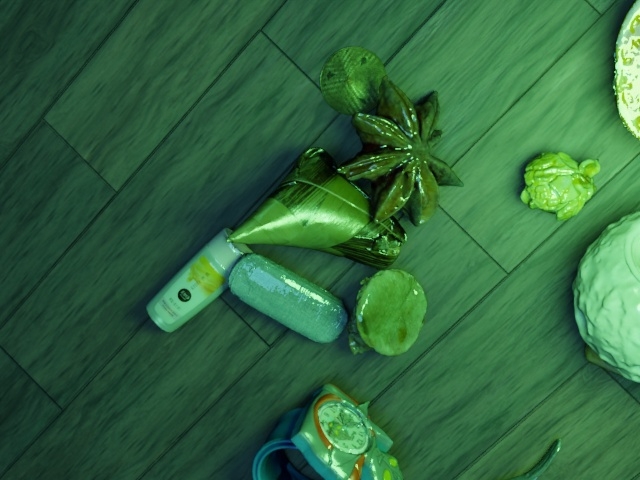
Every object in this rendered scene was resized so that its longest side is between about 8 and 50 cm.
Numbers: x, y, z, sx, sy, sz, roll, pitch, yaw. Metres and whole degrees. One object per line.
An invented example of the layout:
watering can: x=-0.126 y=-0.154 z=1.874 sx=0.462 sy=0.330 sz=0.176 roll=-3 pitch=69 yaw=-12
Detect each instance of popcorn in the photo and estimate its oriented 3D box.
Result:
popcorn: x=0.471 y=-0.112 z=1.691 sx=0.135 sy=0.141 sz=0.162 roll=51 pitch=144 yaw=-2

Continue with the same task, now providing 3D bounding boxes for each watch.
watch: x=0.020 y=0.503 z=1.855 sx=0.305 sy=0.241 sz=0.274 roll=43 pitch=121 yaw=0

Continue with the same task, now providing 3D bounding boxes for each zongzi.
zongzi: x=0.000 y=0.000 z=1.721 sx=0.289 sy=0.317 sz=0.154 roll=41 pitch=144 yaw=2

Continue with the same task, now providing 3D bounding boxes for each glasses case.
glasses case: x=-0.070 y=0.127 z=1.856 sx=0.282 sy=0.067 sz=0.109 roll=30 pitch=103 yaw=-6

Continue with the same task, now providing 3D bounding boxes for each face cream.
face cream: x=-0.272 y=0.092 z=1.909 sx=0.269 sy=0.073 sz=0.107 roll=-41 pitch=99 yaw=13

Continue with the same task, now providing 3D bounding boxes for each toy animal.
toy animal: x=0.397 y=0.592 z=1.843 sx=0.367 sy=0.081 sz=0.206 roll=-27 pitch=94 yaw=10

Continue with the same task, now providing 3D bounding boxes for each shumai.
shumai: x=0.128 y=0.156 z=1.819 sx=0.120 sy=0.201 sz=0.201 roll=5 pitch=103 yaw=52

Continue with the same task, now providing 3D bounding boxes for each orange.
orange: x=0.674 y=-0.328 z=1.559 sx=0.274 sy=0.274 sz=0.310 roll=-9 pitch=131 yaw=13

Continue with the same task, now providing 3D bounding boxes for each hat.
hat: x=0.064 y=-0.334 z=1.774 sx=0.146 sy=0.067 sz=0.146 roll=2 pitch=99 yaw=11

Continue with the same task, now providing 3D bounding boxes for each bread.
bread: x=0.609 y=0.230 z=1.754 sx=0.115 sy=0.056 sz=0.082 roll=20 pitch=124 yaw=11

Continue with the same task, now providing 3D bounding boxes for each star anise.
star anise: x=0.174 y=-0.179 z=1.720 sx=0.108 sy=0.315 sz=0.315 roll=-6 pitch=100 yaw=55

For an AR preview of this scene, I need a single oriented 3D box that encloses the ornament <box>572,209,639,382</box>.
ornament: x=0.645 y=0.115 z=1.595 sx=0.337 sy=0.337 sz=0.337 roll=2 pitch=99 yaw=11
